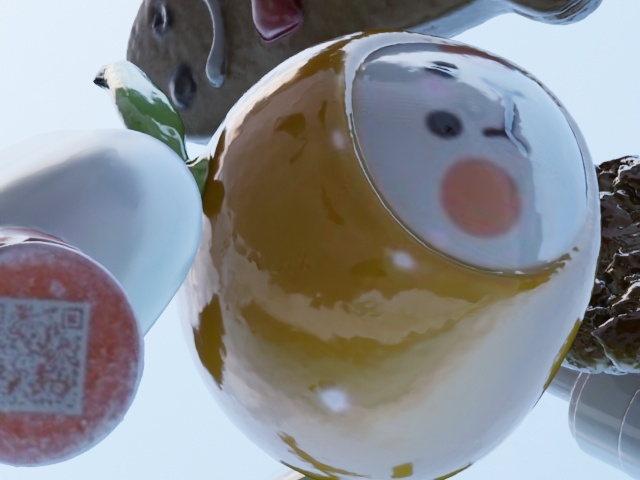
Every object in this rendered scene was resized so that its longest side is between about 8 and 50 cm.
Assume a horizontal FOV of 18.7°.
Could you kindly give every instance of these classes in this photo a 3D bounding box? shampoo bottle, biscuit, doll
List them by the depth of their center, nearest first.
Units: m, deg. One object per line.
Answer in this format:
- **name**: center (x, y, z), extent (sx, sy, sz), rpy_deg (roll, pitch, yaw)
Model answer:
- **shampoo bottle**: center (-0.075, 0.014, 0.448), extent (0.108, 0.051, 0.221), rpy_deg (-37, -170, -8)
- **doll**: center (0.000, 0.000, 0.877), extent (0.236, 0.213, 0.213), rpy_deg (17, -101, -8)
- **biscuit**: center (0.217, 0.009, 1.261), extent (0.226, 0.042, 0.226), rpy_deg (-13, -145, 9)
- **shampoo bottle**: center (0.274, 0.144, 1.327), extent (0.303, 0.092, 0.092), rpy_deg (23, -95, 41)
- **biscuit**: center (0.007, -0.193, 1.374), extent (0.432, 0.064, 0.283), rpy_deg (-23, -109, 35)

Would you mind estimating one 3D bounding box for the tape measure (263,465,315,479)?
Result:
- **tape measure**: center (0.021, 0.190, 1.072), extent (0.177, 0.087, 0.154), rpy_deg (-32, -80, 0)
